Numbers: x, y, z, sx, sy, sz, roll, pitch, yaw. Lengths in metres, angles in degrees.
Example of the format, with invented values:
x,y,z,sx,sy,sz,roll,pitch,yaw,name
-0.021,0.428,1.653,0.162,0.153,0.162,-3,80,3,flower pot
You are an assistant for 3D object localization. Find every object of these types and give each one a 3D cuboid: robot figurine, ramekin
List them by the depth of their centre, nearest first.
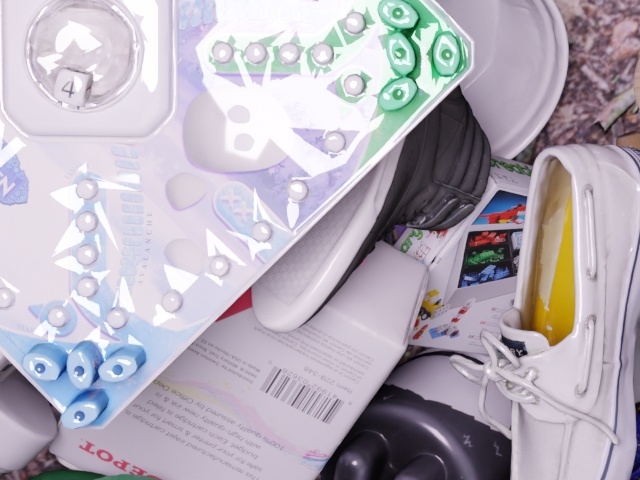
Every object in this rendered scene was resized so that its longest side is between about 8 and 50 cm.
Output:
x,y,z,sx,sy,sz,roll,pitch,yaw,name
0.105,-0.164,1.435,0.207,0.109,0.207,-9,120,-16,ramekin
0.108,0.202,1.558,0.173,0.278,0.209,-38,86,33,robot figurine

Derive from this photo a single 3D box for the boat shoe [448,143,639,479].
x,y,z,sx,sy,sz,roll,pitch,yaw,name
0.190,0.095,1.382,0.156,0.136,0.367,6,99,-34,boat shoe

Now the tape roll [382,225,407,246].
x,y,z,sx,sy,sz,roll,pitch,yaw,name
0.000,0.000,1.508,0.189,0.080,0.189,-9,122,-15,tape roll

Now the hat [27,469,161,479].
x,y,z,sx,sy,sz,roll,pitch,yaw,name
-0.239,0.221,1.459,0.208,0.183,0.173,-28,135,-2,hat

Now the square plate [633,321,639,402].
x,y,z,sx,sy,sz,roll,pitch,yaw,name
0.397,0.034,1.610,0.344,0.049,0.347,-21,148,-24,square plate

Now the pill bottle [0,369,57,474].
x,y,z,sx,sy,sz,roll,pitch,yaw,name
-0.416,0.228,1.400,0.363,0.210,0.210,-42,124,3,pill bottle

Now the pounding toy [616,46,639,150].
x,y,z,sx,sy,sz,roll,pitch,yaw,name
0.390,-0.162,1.552,0.269,0.155,0.154,-25,105,23,pounding toy

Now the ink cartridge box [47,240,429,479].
x,y,z,sx,sy,sz,roll,pitch,yaw,name
-0.076,0.104,1.417,0.226,0.131,0.306,29,128,-5,ink cartridge box

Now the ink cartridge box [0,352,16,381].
x,y,z,sx,sy,sz,roll,pitch,yaw,name
-0.367,0.028,1.226,0.384,0.160,0.279,-42,89,-7,ink cartridge box

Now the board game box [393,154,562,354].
x,y,z,sx,sy,sz,roll,pitch,yaw,name
0.191,0.025,1.530,0.305,0.053,0.193,11,124,-45,board game box

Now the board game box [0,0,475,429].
x,y,z,sx,sy,sz,roll,pitch,yaw,name
-0.162,-0.128,1.097,0.390,0.050,0.390,-44,91,8,board game box

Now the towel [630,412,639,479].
x,y,z,sx,sy,sz,roll,pitch,yaw,name
0.389,0.255,1.771,0.308,0.076,0.227,-39,140,8,towel

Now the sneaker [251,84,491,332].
x,y,z,sx,sy,sz,roll,pitch,yaw,name
0.054,-0.025,1.305,0.147,0.104,0.296,48,57,-38,sneaker
